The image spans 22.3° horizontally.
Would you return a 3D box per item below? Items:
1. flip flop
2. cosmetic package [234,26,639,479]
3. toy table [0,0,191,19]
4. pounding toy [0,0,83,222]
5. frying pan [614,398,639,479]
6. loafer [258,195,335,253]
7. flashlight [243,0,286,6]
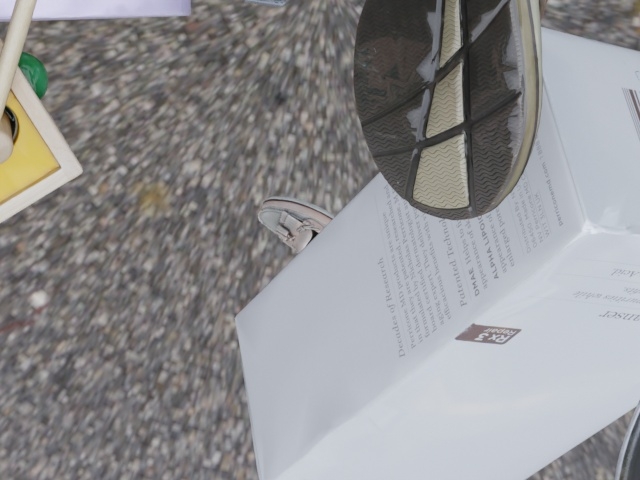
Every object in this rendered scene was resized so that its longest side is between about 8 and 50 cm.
[{"bbox_3d":[0.077,-0.148,0.829,0.112,0.080,0.277,4,100,41],"label":"flip flop"},{"bbox_3d":[0.125,0.039,1.104,0.217,0.156,0.385,7,144,-29],"label":"cosmetic package"},{"bbox_3d":[-0.232,-0.230,1.119,0.274,0.252,0.160,-6,98,-22],"label":"toy table"},{"bbox_3d":[-0.206,-0.075,0.938,0.141,0.100,0.130,-32,125,-5],"label":"pounding toy"},{"bbox_3d":[0.214,0.169,0.590,0.197,0.053,0.326,-7,87,-1],"label":"frying pan"},{"bbox_3d":[0.000,0.000,1.391,0.125,0.039,0.045,22,143,12],"label":"loafer"},{"bbox_3d":[-0.179,-0.321,1.728,0.304,0.103,0.103,10,71,-9],"label":"flashlight"}]
